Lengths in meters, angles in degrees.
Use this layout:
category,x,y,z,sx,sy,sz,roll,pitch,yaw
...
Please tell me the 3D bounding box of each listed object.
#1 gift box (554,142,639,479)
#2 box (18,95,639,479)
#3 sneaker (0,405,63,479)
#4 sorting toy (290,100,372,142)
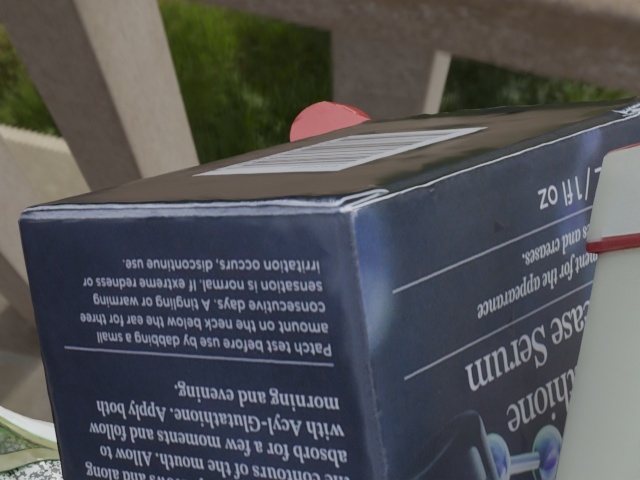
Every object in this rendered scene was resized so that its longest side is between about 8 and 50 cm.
category,x,y,z,sx,sy,sz,roll,pitch,yaw
gift box,0.254,0.070,0.503,0.255,0.276,0.258,15,81,-20
box,0.045,0.144,0.736,0.212,0.293,0.395,0,103,39
sneaker,-0.412,0.270,1.582,0.410,0.182,0.158,14,110,-2
sorting toy,0.000,0.000,1.841,0.127,0.126,0.366,8,65,-4
